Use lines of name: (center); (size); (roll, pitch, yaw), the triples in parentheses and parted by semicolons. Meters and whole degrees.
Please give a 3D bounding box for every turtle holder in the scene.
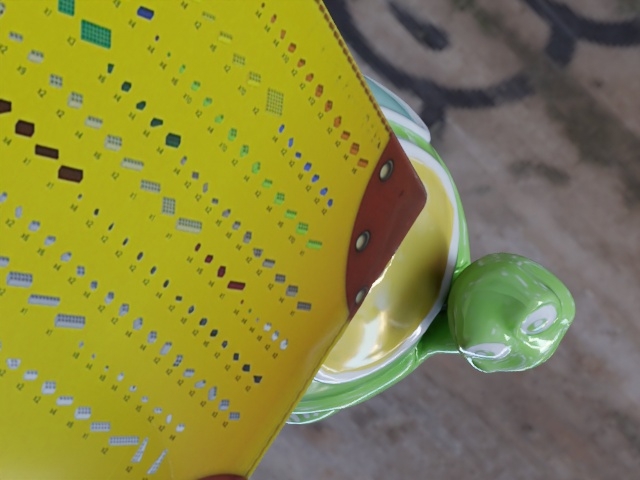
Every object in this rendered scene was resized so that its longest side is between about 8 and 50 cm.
turtle holder: (-0.018, 0.007, 0.997); (0.243, 0.320, 0.227); (-36, 160, 0)

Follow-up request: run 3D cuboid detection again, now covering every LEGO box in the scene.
LEGO box: (-0.226, -0.121, 0.425); (0.193, 0.372, 0.500); (-56, 150, -13)
